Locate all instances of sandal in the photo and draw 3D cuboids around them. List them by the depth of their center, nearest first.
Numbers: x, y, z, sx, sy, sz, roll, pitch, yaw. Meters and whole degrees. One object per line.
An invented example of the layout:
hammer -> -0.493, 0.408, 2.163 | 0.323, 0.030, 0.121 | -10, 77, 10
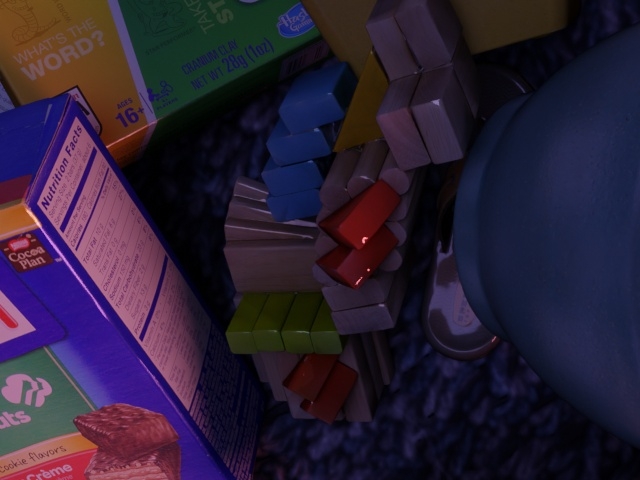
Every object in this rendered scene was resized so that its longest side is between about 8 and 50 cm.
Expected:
sandal -> 0.112, -0.020, 0.924 | 0.090, 0.060, 0.219 | 14, 95, 18

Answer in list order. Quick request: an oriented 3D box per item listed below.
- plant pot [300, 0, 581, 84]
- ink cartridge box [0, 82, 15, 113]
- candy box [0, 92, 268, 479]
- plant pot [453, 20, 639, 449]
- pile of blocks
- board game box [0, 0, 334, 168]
plant pot -> 0.080, -0.217, 0.867 | 0.212, 0.212, 0.187 | -14, 98, 18
ink cartridge box -> -0.232, -0.097, 1.031 | 0.127, 0.072, 0.175 | 29, 98, 15
candy box -> -0.225, 0.081, 0.914 | 0.268, 0.122, 0.317 | -15, 128, 19
plant pot -> 0.209, -0.008, 0.798 | 0.196, 0.293, 0.293 | 8, 93, 44
pile of blocks -> 0.000, 0.000, 0.848 | 0.149, 0.112, 0.362 | 18, 129, 4
board game box -> -0.163, -0.225, 0.957 | 0.242, 0.064, 0.316 | -30, 80, -14
